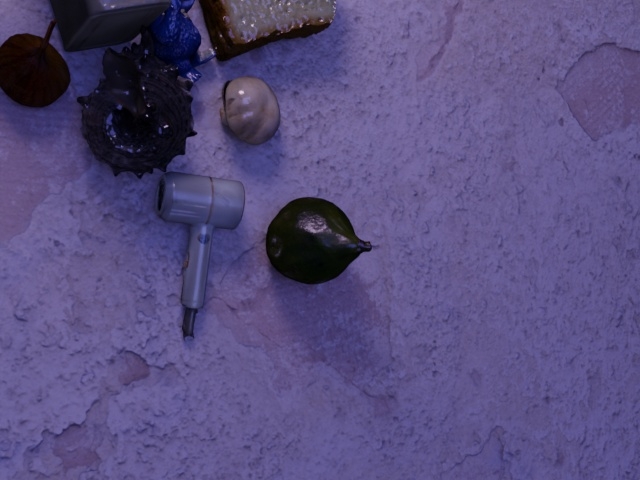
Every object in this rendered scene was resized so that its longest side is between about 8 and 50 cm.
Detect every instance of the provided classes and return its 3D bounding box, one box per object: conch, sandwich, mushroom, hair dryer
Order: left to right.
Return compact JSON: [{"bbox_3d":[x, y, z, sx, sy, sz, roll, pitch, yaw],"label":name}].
[{"bbox_3d":[-0.369,-0.264,1.688,0.240,0.313,0.186,19,45,-1],"label":"conch"},{"bbox_3d":[-0.271,0.040,1.798,0.173,0.107,0.357,7,91,-22],"label":"hair dryer"},{"bbox_3d":[-0.159,-0.283,1.852,0.154,0.122,0.154,39,43,-48],"label":"mushroom"},{"bbox_3d":[-0.115,-0.566,1.876,0.325,0.131,0.262,-21,95,-22],"label":"sandwich"}]

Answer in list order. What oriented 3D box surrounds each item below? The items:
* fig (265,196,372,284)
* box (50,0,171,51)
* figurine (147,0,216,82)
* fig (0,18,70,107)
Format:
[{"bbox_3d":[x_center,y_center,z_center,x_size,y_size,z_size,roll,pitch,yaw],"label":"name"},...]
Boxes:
[{"bbox_3d":[0.000,0.000,1.843,0.195,0.245,0.195,0,90,-41],"label":"fig"},{"bbox_3d":[-0.436,-0.567,1.607,0.177,0.352,0.344,-16,97,-26],"label":"box"},{"bbox_3d":[-0.314,-0.455,1.753,0.164,0.120,0.262,-66,148,-55],"label":"figurine"},{"bbox_3d":[-0.540,-0.340,1.630,0.146,0.201,0.134,37,64,-25],"label":"fig"}]
